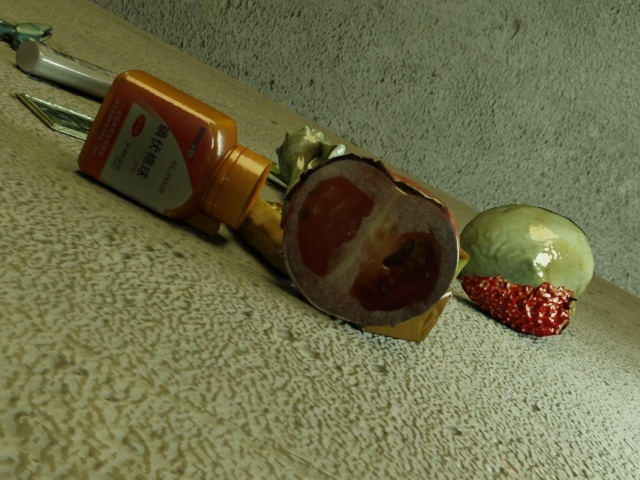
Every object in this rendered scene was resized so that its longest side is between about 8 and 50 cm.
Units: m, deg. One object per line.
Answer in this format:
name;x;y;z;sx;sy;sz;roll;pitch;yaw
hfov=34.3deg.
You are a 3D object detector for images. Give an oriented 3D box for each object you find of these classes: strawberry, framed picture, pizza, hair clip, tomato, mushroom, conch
strawberry;0.345;0.123;1.811;0.208;0.087;0.167;5;-17;16
framed picture;-0.364;-0.176;1.595;0.183;0.011;0.142;18;15;-44
pizza;0.000;0.000;1.496;0.287;0.075;0.280;20;14;-36
hair clip;-0.107;-0.140;2.007;0.188;0.033;0.060;30;14;12
tomato;0.063;0.002;1.302;0.228;0.199;0.112;38;11;8
mushroom;0.399;0.040;2.009;0.267;0.189;0.164;30;25;3
conch;-0.010;-0.138;1.938;0.114;0.137;0.234;55;10;-43

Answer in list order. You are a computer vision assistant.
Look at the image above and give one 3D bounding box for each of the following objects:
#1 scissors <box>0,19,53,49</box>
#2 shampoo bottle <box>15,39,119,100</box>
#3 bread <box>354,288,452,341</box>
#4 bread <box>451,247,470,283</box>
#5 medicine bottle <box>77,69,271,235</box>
scissors;-0.590;-0.417;2.091;0.138;0.041;0.289;28;14;-5
shampoo bottle;-0.434;-0.298;1.875;0.227;0.056;0.086;16;14;-47
bread;0.091;0.075;1.342;0.139;0.084;0.074;15;18;-46
bread;0.126;0.010;1.757;0.138;0.077;0.361;34;12;27
medicine bottle;-0.184;-0.110;1.351;0.222;0.149;0.112;28;12;2
